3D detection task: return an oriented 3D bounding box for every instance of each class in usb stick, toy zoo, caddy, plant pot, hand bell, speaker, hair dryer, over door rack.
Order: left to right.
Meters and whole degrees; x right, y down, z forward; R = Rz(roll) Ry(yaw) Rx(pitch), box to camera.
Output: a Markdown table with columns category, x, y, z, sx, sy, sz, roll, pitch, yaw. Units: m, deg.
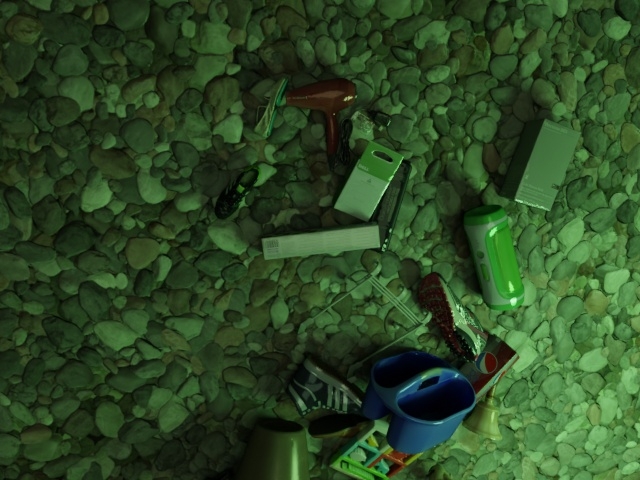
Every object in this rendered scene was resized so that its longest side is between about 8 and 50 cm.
| category | x | y | z | sx | sy | sz | roll | pitch | yaw |
| --- | --- | --- | --- | --- | --- | --- | --- | --- | --- |
| plant pot | -0.133 | 0.653 | 1.246 | 0.262 | 0.263 | 0.229 | 8 | 81 | -10 |
| hair dryer | 0.034 | -0.320 | 1.153 | 0.293 | 0.080 | 0.224 | 33 | 95 | -12 |
| over door rack | 0.124 | 0.231 | 1.266 | 0.239 | 0.108 | 0.324 | 43 | 106 | -13 |
| toy zoo | 0.184 | 0.650 | 1.326 | 0.192 | 0.030 | 0.293 | 31 | 117 | -13 |
| usb stick | 0.191 | -0.098 | 1.235 | 0.077 | 0.045 | 0.278 | 15 | 98 | -3 |
| caddy | 0.278 | 0.432 | 1.214 | 0.341 | 0.241 | 0.179 | -2 | 120 | -39 |
| hand bell | 0.548 | 0.494 | 1.381 | 0.126 | 0.126 | 0.242 | 17 | 86 | -11 |
| speaker | 0.512 | 0.050 | 1.269 | 0.131 | 0.131 | 0.297 | -19 | 102 | -4 |

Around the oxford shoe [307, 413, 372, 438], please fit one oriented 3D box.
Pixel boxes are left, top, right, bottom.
| category | x | y | z | sx | sy | sz | roll | pitch | yaw |
| --- | --- | --- | --- | --- | --- | --- | --- | --- | --- |
| oxford shoe | 0.067 | 0.587 | 1.333 | 0.212 | 0.076 | 0.076 | -7 | 112 | -6 |

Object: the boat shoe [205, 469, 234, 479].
| category | x | y | z | sx | sy | sz | roll | pitch | yaw |
| --- | --- | --- | --- | --- | --- | --- | --- | --- | --- |
| boat shoe | -0.339 | 0.751 | 1.314 | 0.152 | 0.056 | 0.049 | -24 | 98 | -13 |

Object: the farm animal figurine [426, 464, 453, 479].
| category | x | y | z | sx | sy | sz | roll | pitch | yaw |
| --- | --- | --- | --- | --- | --- | --- | --- | --- | --- |
| farm animal figurine | 0.421 | 0.895 | 1.403 | 0.326 | 0.172 | 0.331 | 14 | 90 | -23 |

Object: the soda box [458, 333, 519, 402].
| category | x | y | z | sx | sy | sz | roll | pitch | yaw |
| --- | --- | --- | --- | --- | --- | --- | --- | --- | --- |
| soda box | 0.492 | 0.421 | 1.339 | 0.263 | 0.092 | 0.083 | -47 | 142 | 3 |

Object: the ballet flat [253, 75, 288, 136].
| category | x | y | z | sx | sy | sz | roll | pitch | yaw |
| --- | --- | --- | --- | --- | --- | --- | --- | --- | --- |
| ballet flat | -0.134 | -0.359 | 1.134 | 0.052 | 0.057 | 0.168 | 20 | 97 | -2 |

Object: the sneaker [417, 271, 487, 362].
| category | x | y | z | sx | sy | sz | roll | pitch | yaw |
| --- | --- | --- | --- | --- | --- | --- | --- | --- | --- |
| sneaker | 0.399 | 0.220 | 1.302 | 0.112 | 0.120 | 0.299 | -38 | 104 | -30 |

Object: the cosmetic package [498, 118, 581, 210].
| category | x | y | z | sx | sy | sz | roll | pitch | yaw |
| --- | --- | --- | --- | --- | --- | --- | --- | --- | --- |
| cosmetic package | 0.632 | -0.219 | 1.249 | 0.127 | 0.107 | 0.238 | 15 | 101 | -8 |

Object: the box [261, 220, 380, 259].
| category | x | y | z | sx | sy | sz | roll | pitch | yaw |
| --- | --- | --- | --- | --- | --- | --- | --- | --- | --- |
| box | 0.000 | 0.000 | 1.194 | 0.323 | 0.063 | 0.067 | -7 | 103 | 1 |

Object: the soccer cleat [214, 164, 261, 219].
| category | x | y | z | sx | sy | sz | roll | pitch | yaw |
| --- | --- | --- | --- | --- | --- | --- | --- | --- | --- |
| soccer cleat | -0.225 | -0.130 | 1.153 | 0.060 | 0.072 | 0.179 | 38 | 93 | -13 |

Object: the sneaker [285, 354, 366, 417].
| category | x | y | z | sx | sy | sz | roll | pitch | yaw |
| --- | --- | --- | --- | --- | --- | --- | --- | --- | --- |
| sneaker | 0.028 | 0.482 | 1.291 | 0.282 | 0.099 | 0.153 | 39 | 90 | -8 |

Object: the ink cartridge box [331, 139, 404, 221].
| category | x | y | z | sx | sy | sz | roll | pitch | yaw |
| --- | --- | --- | --- | --- | --- | --- | --- | --- | --- |
| ink cartridge box | 0.126 | -0.167 | 1.176 | 0.108 | 0.062 | 0.209 | 22 | 113 | -13 |
